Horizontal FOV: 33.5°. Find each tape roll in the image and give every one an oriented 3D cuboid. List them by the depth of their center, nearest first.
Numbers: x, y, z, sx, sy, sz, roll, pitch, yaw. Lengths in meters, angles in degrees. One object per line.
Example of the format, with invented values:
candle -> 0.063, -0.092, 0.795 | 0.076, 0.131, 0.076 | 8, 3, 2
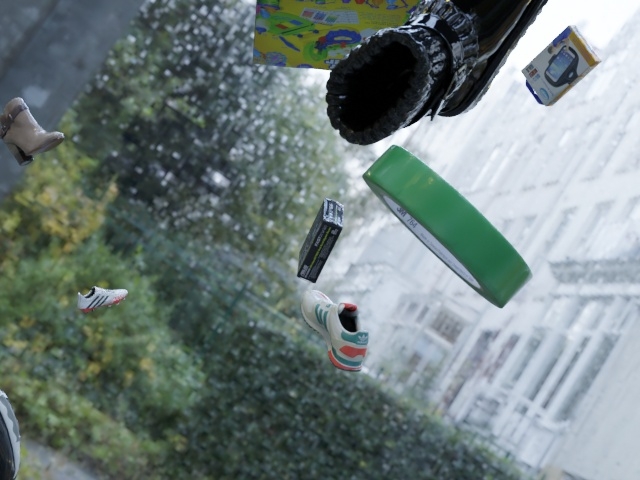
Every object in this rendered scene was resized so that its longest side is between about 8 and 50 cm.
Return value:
tape roll -> 0.208, -0.023, 1.759 | 0.321, 0.077, 0.321 | 44, -1, 1

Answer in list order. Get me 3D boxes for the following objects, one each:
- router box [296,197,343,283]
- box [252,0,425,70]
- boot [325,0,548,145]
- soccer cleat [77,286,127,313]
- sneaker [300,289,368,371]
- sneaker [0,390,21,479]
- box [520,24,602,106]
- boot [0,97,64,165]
router box -> 0.000, 0.000, 1.842 | 0.038, 0.122, 0.092 | 22, 26, -8
box -> 0.030, -0.451, 1.930 | 0.290, 0.177, 0.279 | 5, -23, -4
boot -> 0.160, -0.281, 1.333 | 0.131, 0.348, 0.260 | 36, 31, 26
soccer cleat -> -0.336, 0.085, 1.636 | 0.029, 0.083, 0.035 | 24, -55, 51
sneaker -> 0.026, 0.105, 1.462 | 0.057, 0.075, 0.161 | 5, 32, -28
sneaker -> -0.395, 0.141, 1.016 | 0.283, 0.107, 0.124 | 69, 25, -14
box -> 0.402, -0.291, 1.806 | 0.028, 0.136, 0.081 | -10, 63, -49
boot -> -0.414, -0.161, 1.503 | 0.118, 0.087, 0.042 | -23, -5, 37
